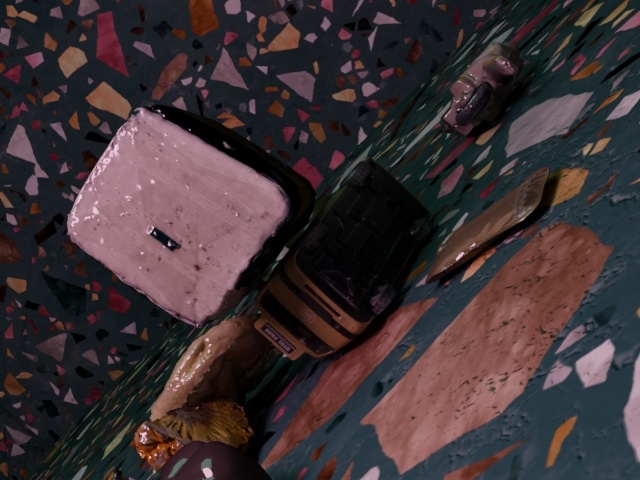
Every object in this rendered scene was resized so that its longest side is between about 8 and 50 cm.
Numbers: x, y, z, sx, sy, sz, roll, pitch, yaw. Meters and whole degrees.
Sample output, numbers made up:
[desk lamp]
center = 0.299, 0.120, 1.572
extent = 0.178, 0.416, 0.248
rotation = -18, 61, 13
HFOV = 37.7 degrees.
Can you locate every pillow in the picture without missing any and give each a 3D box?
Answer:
[pillow]
center = 0.227, -0.019, 1.282
extent = 0.217, 0.033, 0.130
rotation = -40, 12, 38

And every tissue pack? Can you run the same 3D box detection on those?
[tissue pack]
center = -0.177, -0.044, 1.464
extent = 0.253, 0.264, 0.416
rotation = -56, -3, 5

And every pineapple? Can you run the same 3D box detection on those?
[pineapple]
center = -0.166, 0.310, 1.396
extent = 0.233, 0.135, 0.080
rotation = -5, -58, -62

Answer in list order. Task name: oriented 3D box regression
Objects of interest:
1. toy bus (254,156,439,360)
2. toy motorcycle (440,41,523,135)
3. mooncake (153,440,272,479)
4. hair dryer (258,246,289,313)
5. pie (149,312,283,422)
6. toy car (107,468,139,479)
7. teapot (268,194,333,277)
[toy bus]
center = 0.040, 0.030, 1.528
extent = 0.202, 0.177, 0.365
rotation = -45, 5, 38
[toy motorcycle]
center = 0.327, -0.307, 1.874
extent = 0.223, 0.108, 0.341
rotation = -52, 1, 6
[mooncake]
center = -0.158, 0.358, 1.140
extent = 0.245, 0.133, 0.245
rotation = -41, 16, 15
[hair dryer]
center = -0.093, 0.126, 2.028
extent = 0.357, 0.107, 0.173
rotation = -57, 9, -20
[pie]
center = -0.179, 0.247, 1.563
extent = 0.337, 0.075, 0.337
rotation = -44, -19, -19
[toy car]
center = -0.317, 0.459, 1.561
extent = 0.112, 0.112, 0.139
rotation = -63, 21, -8
[teapot]
center = 0.000, 0.000, 1.847
extent = 0.268, 0.175, 0.185
rotation = -48, 6, -10
